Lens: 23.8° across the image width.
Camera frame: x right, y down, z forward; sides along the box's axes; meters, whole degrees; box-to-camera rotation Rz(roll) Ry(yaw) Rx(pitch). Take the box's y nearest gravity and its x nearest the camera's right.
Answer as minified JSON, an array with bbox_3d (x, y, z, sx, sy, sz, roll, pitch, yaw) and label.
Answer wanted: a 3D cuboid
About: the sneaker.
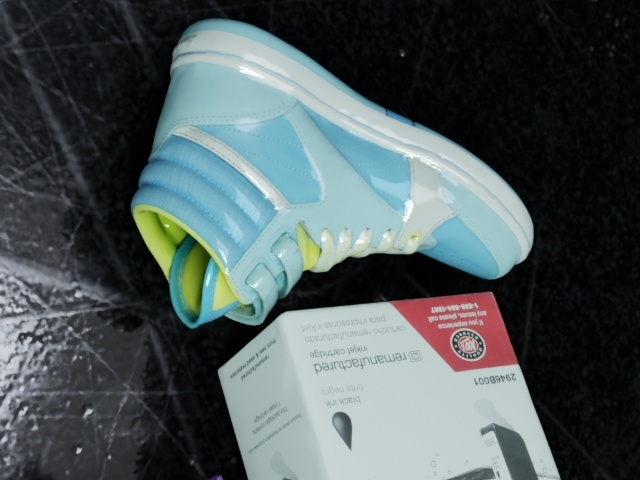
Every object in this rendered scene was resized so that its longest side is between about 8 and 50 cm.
[{"bbox_3d":[0.000,0.000,1.121,0.319,0.127,0.208,28,68,-18],"label":"sneaker"}]

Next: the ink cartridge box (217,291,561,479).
[{"bbox_3d":[0.066,0.188,1.096,0.197,0.114,0.272,-4,67,-33],"label":"ink cartridge box"}]

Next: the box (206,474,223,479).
[{"bbox_3d":[-0.090,0.319,0.993,0.293,0.201,0.057,63,17,-12],"label":"box"}]
